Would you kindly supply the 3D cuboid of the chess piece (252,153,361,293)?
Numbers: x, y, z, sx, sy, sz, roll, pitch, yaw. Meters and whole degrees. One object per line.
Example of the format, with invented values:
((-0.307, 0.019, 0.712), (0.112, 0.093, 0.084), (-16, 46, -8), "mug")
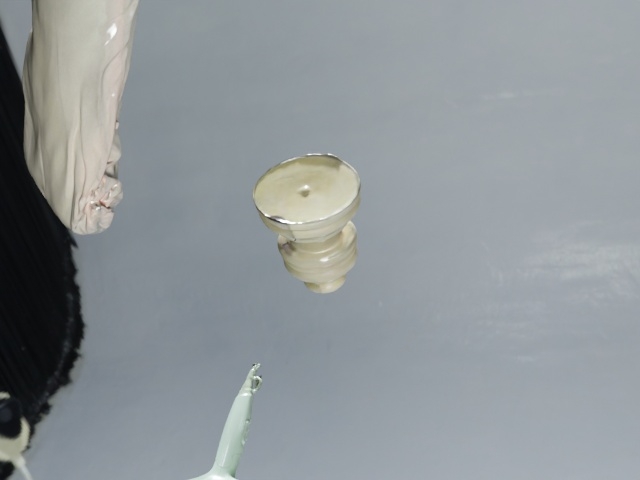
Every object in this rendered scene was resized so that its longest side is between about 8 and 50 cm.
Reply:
((0.000, 0.000, 1.132), (0.138, 0.307, 0.124), (-37, 63, -12), "chess piece")

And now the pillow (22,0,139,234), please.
((-0.195, -0.138, 0.580), (0.067, 0.270, 0.173), (-9, 39, -34), "pillow")

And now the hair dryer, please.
((-0.080, 0.282, 1.006), (0.206, 0.075, 0.237), (0, 62, 6), "hair dryer")
